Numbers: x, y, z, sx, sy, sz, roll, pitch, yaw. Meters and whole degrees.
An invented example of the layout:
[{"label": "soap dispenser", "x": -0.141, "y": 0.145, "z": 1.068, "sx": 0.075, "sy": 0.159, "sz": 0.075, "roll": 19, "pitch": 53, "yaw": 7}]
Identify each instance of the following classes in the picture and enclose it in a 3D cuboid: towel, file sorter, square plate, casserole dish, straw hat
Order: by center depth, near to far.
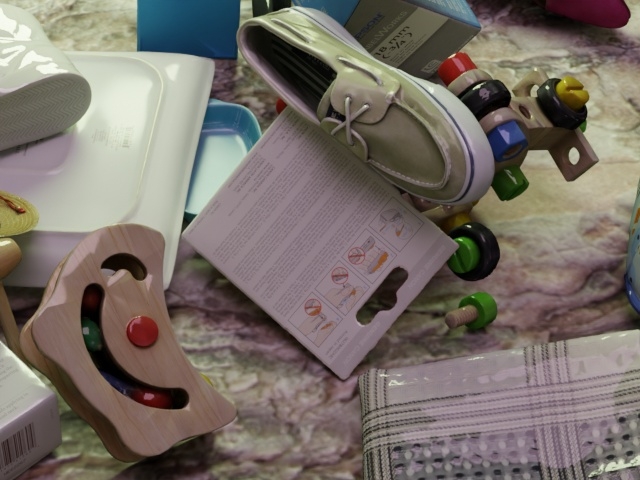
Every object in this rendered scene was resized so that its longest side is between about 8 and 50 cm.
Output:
[{"label": "towel", "x": 0.200, "y": 0.227, "z": 1.350, "sx": 0.324, "sy": 0.056, "sz": 0.312, "roll": -6, "pitch": 52, "yaw": 4}, {"label": "straw hat", "x": -0.339, "y": -0.003, "z": 1.466, "sx": 0.144, "sy": 0.061, "sz": 0.144, "roll": 12, "pitch": 19, "yaw": -4}, {"label": "square plate", "x": -0.304, "y": -0.096, "z": 1.614, "sx": 0.344, "sy": 0.049, "sz": 0.347, "roll": 3, "pitch": 49, "yaw": 5}, {"label": "casserole dish", "x": -0.114, "y": -0.079, "z": 1.656, "sx": 0.114, "sy": 0.037, "sz": 0.188, "roll": -6, "pitch": 48, "yaw": -12}, {"label": "file sorter", "x": -0.152, "y": -0.310, "z": 1.775, "sx": 0.118, "sy": 0.170, "sz": 0.104, "roll": 1, "pitch": 44, "yaw": -6}]

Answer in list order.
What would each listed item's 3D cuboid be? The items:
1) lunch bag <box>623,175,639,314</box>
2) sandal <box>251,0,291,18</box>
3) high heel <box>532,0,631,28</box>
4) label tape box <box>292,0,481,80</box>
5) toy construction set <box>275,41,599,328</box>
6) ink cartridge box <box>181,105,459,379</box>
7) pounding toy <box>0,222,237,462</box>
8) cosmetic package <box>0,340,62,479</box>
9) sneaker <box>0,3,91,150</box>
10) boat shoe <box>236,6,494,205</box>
[{"label": "lunch bag", "x": 0.453, "y": -0.007, "z": 1.609, "sx": 0.243, "sy": 0.115, "sz": 0.303, "roll": 14, "pitch": 47, "yaw": 3}, {"label": "sandal", "x": -0.073, "y": -0.318, "z": 1.849, "sx": 0.054, "sy": 0.097, "sz": 0.254, "roll": -15, "pitch": 45, "yaw": 15}, {"label": "high heel", "x": 0.188, "y": -0.320, "z": 1.897, "sx": 0.377, "sy": 0.127, "sz": 0.181, "roll": 33, "pitch": 81, "yaw": 17}, {"label": "label tape box", "x": 0.011, "y": -0.318, "z": 1.693, "sx": 0.334, "sy": 0.106, "sz": 0.240, "roll": 6, "pitch": 48, "yaw": -57}, {"label": "toy construction set", "x": 0.141, "y": -0.106, "z": 1.618, "sx": 0.309, "sy": 0.257, "sz": 0.237, "roll": 36, "pitch": 33, "yaw": 31}, {"label": "ink cartridge box", "x": 0.000, "y": 0.000, "z": 1.531, "sx": 0.225, "sy": 0.056, "sz": 0.181, "roll": 41, "pitch": 94, "yaw": 9}, {"label": "pounding toy", "x": -0.199, "y": 0.082, "z": 1.426, "sx": 0.154, "sy": 0.155, "sz": 0.269, "roll": -42, "pitch": 95, "yaw": -24}, {"label": "cosmetic package", "x": -0.355, "y": 0.126, "z": 1.408, "sx": 0.117, "sy": 0.085, "sz": 0.231, "roll": -33, "pitch": 57, "yaw": -31}, {"label": "sneaker", "x": -0.403, "y": -0.156, "z": 1.577, "sx": 0.293, "sy": 0.108, "sz": 0.169, "roll": -17, "pitch": 48, "yaw": -25}, {"label": "boat shoe", "x": 0.035, "y": -0.126, "z": 1.479, "sx": 0.094, "sy": 0.109, "sz": 0.302, "roll": -15, "pitch": 44, "yaw": -45}]
